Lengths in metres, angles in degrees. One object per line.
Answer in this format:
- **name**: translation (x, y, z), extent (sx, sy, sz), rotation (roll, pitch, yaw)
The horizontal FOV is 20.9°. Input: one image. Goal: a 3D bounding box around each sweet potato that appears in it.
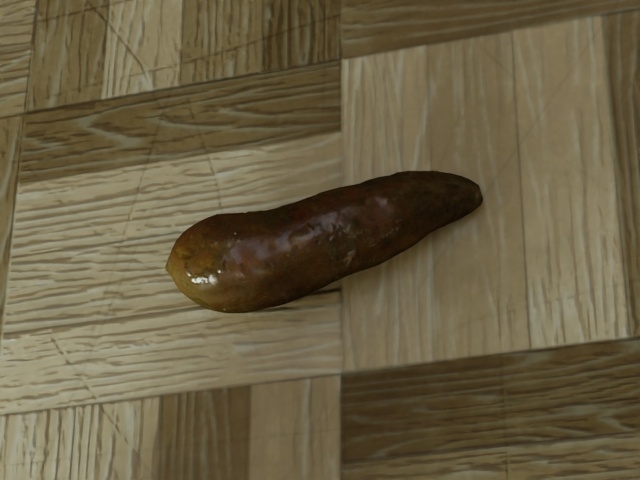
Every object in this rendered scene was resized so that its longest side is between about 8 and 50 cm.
- **sweet potato**: translation (0.001, 0.000, 1.529), extent (0.292, 0.097, 0.097), rotation (-14, 58, 6)
